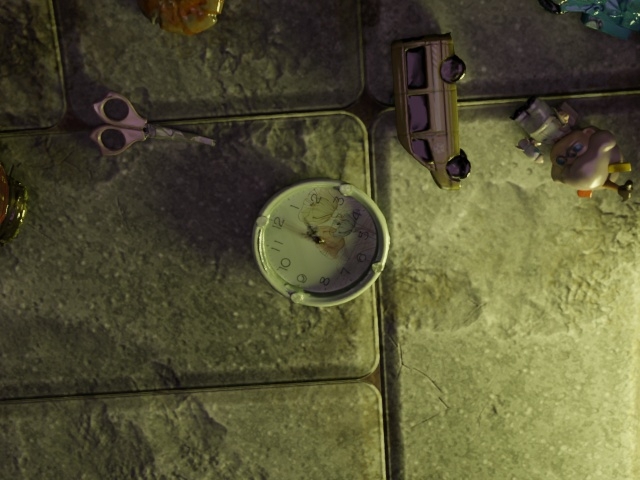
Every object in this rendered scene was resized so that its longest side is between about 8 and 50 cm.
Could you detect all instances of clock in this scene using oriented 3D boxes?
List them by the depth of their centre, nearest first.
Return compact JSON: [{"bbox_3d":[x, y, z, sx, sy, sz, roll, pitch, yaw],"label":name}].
[{"bbox_3d":[0.000,0.000,1.588,0.237,0.053,0.236,0,110,1],"label":"clock"}]

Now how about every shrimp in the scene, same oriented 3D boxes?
[{"bbox_3d":[-0.245,-0.466,1.441,0.154,0.062,0.294,-11,109,10],"label":"shrimp"}]

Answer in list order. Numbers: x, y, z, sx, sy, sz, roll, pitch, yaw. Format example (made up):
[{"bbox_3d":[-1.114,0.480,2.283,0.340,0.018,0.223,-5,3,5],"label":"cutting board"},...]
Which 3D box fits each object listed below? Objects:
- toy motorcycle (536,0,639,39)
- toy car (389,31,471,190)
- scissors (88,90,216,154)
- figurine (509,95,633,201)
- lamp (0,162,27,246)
[{"bbox_3d":[0.471,-0.410,1.427,0.272,0.123,0.182,17,117,-6],"label":"toy motorcycle"},{"bbox_3d":[0.176,-0.206,1.500,0.125,0.101,0.256,-4,106,6],"label":"toy car"},{"bbox_3d":[-0.282,-0.183,1.549,0.212,0.021,0.110,11,109,-2],"label":"scissors"},{"bbox_3d":[0.417,-0.150,1.516,0.229,0.112,0.137,39,131,-4],"label":"figurine"},{"bbox_3d":[-0.598,-0.069,1.483,0.247,0.247,0.246,0,107,0],"label":"lamp"}]
